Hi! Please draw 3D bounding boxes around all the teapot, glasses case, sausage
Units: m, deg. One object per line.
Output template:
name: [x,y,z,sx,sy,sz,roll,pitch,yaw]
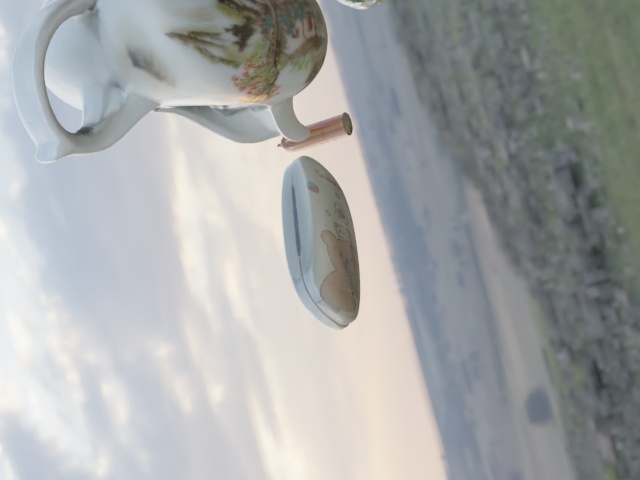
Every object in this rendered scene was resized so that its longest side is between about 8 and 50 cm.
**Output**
teapot: [-0.104,-0.126,1.126,0.298,0.204,0.139,-6,-84,-51]
glasses case: [0.000,0.000,1.572,0.081,0.051,0.204,38,-149,-37]
sausage: [-0.009,-0.134,2.070,0.031,0.107,0.031,36,-135,-47]

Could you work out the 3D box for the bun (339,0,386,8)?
bun: [0.064,-0.401,2.025,0.141,0.239,0.239,55,168,40]
